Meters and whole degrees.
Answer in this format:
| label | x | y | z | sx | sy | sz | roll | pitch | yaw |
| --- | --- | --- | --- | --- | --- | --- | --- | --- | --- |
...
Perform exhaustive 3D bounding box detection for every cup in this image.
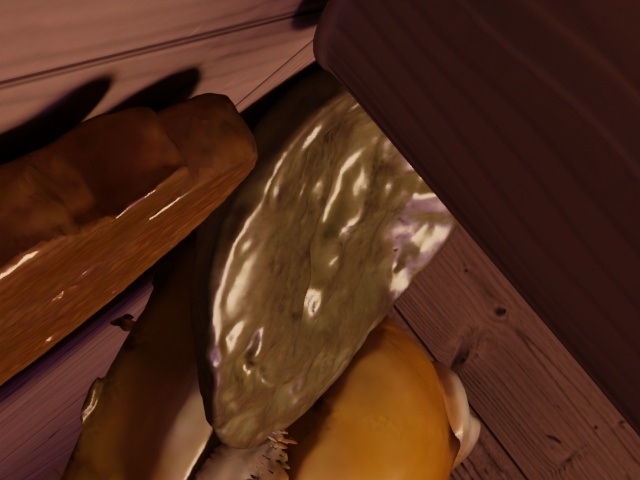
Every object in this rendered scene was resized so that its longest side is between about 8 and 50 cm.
| label | x | y | z | sx | sy | sz | roll | pitch | yaw |
| --- | --- | --- | --- | --- | --- | --- | --- | --- | --- |
| cup | 0.183 | -0.063 | 0.731 | 0.288 | 0.273 | 0.208 | -36 | 171 | -5 |

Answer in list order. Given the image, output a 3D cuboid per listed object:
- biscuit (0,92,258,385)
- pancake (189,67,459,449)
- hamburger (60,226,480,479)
| label | x | y | z | sx | sy | sz | roll | pitch | yaw |
| --- | --- | --- | --- | --- | --- | --- | --- | --- | --- |
| biscuit | -0.114 | 0.017 | 0.668 | 0.202 | 0.044 | 0.288 | -38 | 176 | 8 |
| pancake | 0.000 | 0.000 | 0.982 | 0.242 | 0.050 | 0.242 | -42 | 149 | -33 |
| hamburger | -0.028 | 0.146 | 1.160 | 0.276 | 0.236 | 0.276 | -63 | 175 | -11 |
